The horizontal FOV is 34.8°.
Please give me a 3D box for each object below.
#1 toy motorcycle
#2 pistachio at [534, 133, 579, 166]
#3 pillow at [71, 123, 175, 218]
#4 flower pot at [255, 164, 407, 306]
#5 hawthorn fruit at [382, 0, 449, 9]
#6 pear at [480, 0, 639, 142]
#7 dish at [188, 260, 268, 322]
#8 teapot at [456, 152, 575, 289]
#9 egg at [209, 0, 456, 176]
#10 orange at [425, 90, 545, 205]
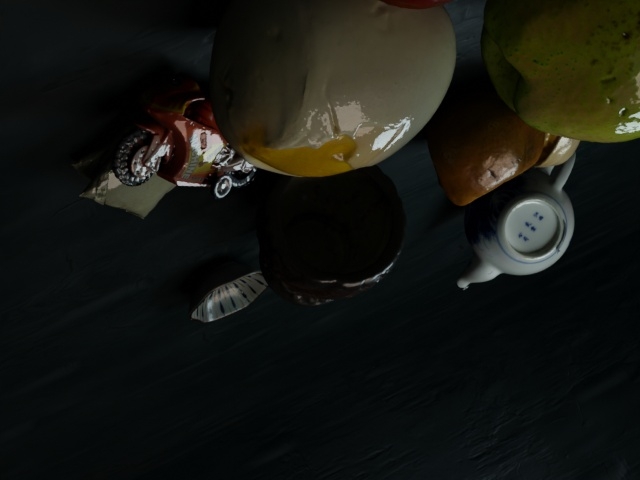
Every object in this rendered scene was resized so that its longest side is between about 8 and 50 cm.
[{"bbox_3d":[-0.174,-0.151,1.462,0.298,0.089,0.171,-5,109,-54],"label":"toy motorcycle"},{"bbox_3d":[0.463,-0.241,2.079,0.157,0.157,0.229,-22,152,-20],"label":"pistachio"},{"bbox_3d":[-0.270,-0.102,1.521,0.134,0.078,0.181,-40,158,9],"label":"pillow"},{"bbox_3d":[0.000,0.000,1.887,0.266,0.267,0.267,-22,167,-19],"label":"flower pot"},{"bbox_3d":[0.114,-0.387,1.129,0.258,0.258,0.262,-32,-173,6],"label":"hawthorn fruit"},{"bbox_3d":[0.426,-0.324,1.555,0.391,0.391,0.391,-26,159,-11],"label":"pear"},{"bbox_3d":[-0.196,0.093,2.085,0.190,0.066,0.191,-27,161,-10],"label":"dish"},{"bbox_3d":[0.458,-0.052,2.400,0.424,0.252,0.280,-55,-169,5],"label":"teapot"},{"bbox_3d":[0.021,-0.230,1.328,0.345,0.283,0.283,-20,158,-32],"label":"egg"},{"bbox_3d":[0.310,-0.191,1.940,0.249,0.183,0.249,-31,178,-1],"label":"orange"}]
